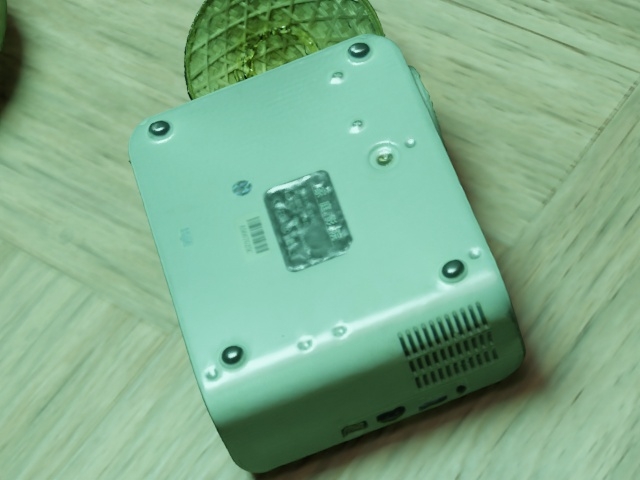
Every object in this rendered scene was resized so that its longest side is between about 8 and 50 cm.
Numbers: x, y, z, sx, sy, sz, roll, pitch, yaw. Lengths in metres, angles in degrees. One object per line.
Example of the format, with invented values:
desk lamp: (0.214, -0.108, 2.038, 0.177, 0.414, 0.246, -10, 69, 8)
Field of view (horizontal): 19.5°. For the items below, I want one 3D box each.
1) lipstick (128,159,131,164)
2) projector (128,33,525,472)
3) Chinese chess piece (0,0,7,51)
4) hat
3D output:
lipstick: (-0.090, -0.078, 1.342, 0.025, 0.025, 0.107, 31, 62, 33)
projector: (0.000, 0.000, 1.200, 0.198, 0.108, 0.250, -21, 51, 1)
Chinese chess piece: (-0.360, -0.174, 1.385, 0.250, 0.101, 0.250, 3, 28, -2)
hat: (-0.023, -0.126, 1.339, 0.146, 0.067, 0.146, 0, 93, 1)
